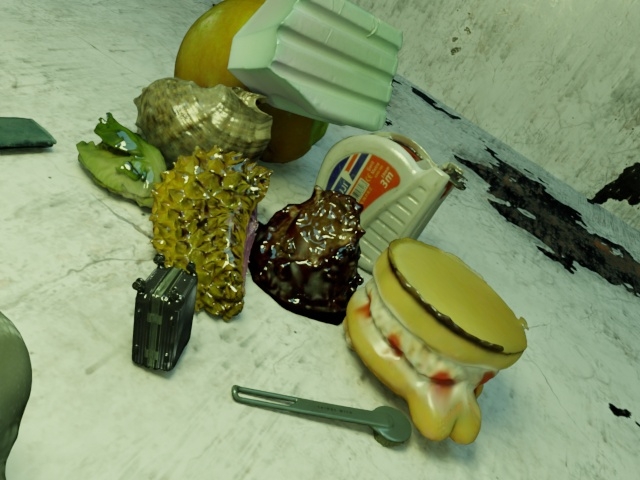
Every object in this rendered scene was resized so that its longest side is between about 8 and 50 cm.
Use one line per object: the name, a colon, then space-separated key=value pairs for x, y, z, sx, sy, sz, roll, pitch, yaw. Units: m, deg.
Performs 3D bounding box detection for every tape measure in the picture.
tape measure: x=0.120 y=-0.088 z=1.197 sx=0.265 sy=0.258 sz=0.130 roll=41 pitch=31 yaw=17

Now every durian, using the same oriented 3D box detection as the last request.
durian: x=-0.166 y=-0.045 z=0.938 sx=0.191 sy=0.112 sz=0.341 roll=28 pitch=45 yaw=-21

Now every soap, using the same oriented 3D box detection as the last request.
soap: x=0.002 y=-0.328 z=1.104 sx=0.115 sy=0.208 sz=0.347 roll=16 pitch=9 yaw=37

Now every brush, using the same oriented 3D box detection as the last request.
brush: x=0.004 y=0.231 z=0.817 sx=0.266 sy=0.027 sz=0.062 roll=17 pitch=30 yaw=-18

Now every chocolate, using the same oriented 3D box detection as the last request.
chocolate: x=0.000 y=0.000 z=1.025 sx=0.224 sy=0.177 sz=0.206 roll=39 pitch=28 yaw=18

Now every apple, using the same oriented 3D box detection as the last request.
apple: x=-0.128 y=-0.323 z=1.313 sx=0.374 sy=0.374 sz=0.384 roll=-109 pitch=172 yaw=-51

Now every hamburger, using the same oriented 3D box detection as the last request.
hamburger: x=0.176 y=0.153 z=0.937 sx=0.261 sy=0.186 sz=0.303 roll=14 pitch=26 yaw=-37

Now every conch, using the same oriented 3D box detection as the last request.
conch: x=-0.231 y=-0.195 z=1.106 sx=0.291 sy=0.210 sz=0.159 roll=3 pitch=34 yaw=37

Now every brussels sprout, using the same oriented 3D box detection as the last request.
brussels sprout: x=-0.318 y=-0.131 z=1.014 sx=0.181 sy=0.100 sz=0.139 roll=36 pitch=12 yaw=20

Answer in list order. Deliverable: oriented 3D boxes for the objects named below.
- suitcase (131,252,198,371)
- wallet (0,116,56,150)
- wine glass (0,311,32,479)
suitcase: x=-0.190 y=0.090 z=0.739 sx=0.059 sy=0.126 sz=0.086 roll=14 pitch=27 yaw=3
wallet: x=-0.498 y=-0.167 z=0.957 sx=0.088 sy=0.026 sz=0.129 roll=39 pitch=29 yaw=22
wine glass: x=-0.286 y=0.158 z=0.423 sx=0.323 sy=0.238 sz=0.238 roll=36 pitch=27 yaw=1
